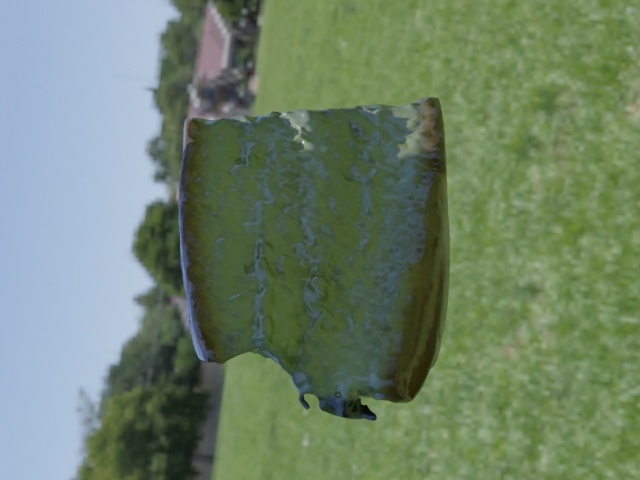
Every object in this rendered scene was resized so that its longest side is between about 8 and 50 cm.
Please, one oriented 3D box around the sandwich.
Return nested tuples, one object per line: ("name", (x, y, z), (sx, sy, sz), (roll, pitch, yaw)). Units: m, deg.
("sandwich", (0.000, 0.000, 0.626), (0.235, 0.122, 0.128), (-126, 35, -87))
